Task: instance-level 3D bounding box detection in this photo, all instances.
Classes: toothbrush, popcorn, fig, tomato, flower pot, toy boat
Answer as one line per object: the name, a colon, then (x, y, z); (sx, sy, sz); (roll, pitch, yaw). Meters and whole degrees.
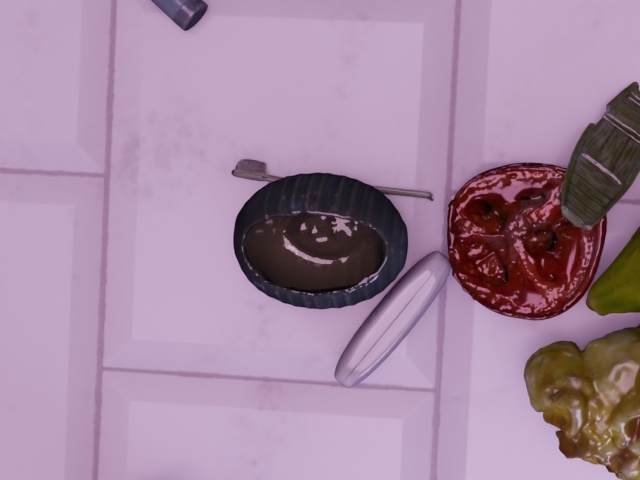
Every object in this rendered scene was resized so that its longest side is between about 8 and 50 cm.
toothbrush: (0.017, -0.081, 1.956); (0.294, 0.026, 0.028); (11, 79, 6)
popcorn: (0.432, 0.231, 1.854); (0.286, 0.174, 0.225); (-11, 99, 7)
fig: (0.483, 0.027, 1.821); (0.275, 0.206, 0.206); (-19, 91, 8)
tomato: (0.287, -0.003, 1.895); (0.228, 0.101, 0.228); (-1, 85, 10)
flower pot: (0.000, 0.000, 1.891); (0.243, 0.157, 0.189); (5, 106, 4)
toy boat: (0.381, -0.105, 1.826); (0.093, 0.293, 0.055); (37, 141, 2)

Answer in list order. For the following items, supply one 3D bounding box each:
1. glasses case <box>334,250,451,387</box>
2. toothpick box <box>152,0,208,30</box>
glasses case: (0.102, 0.111, 1.922); (0.059, 0.092, 0.233); (40, 97, 2)
toothpick box: (-0.208, -0.346, 1.954); (0.083, 0.052, 0.052); (42, 96, 4)
